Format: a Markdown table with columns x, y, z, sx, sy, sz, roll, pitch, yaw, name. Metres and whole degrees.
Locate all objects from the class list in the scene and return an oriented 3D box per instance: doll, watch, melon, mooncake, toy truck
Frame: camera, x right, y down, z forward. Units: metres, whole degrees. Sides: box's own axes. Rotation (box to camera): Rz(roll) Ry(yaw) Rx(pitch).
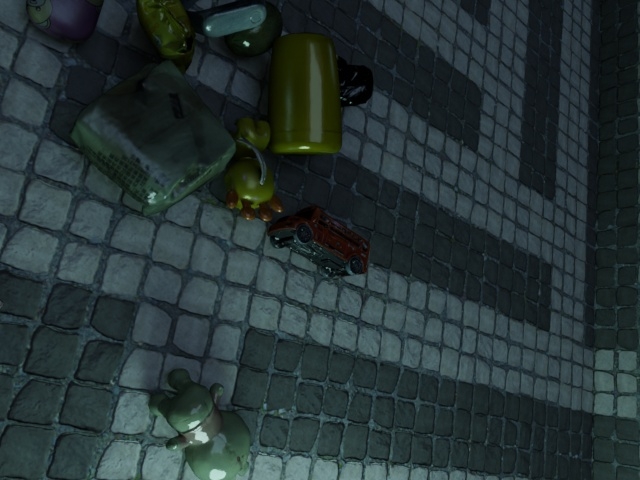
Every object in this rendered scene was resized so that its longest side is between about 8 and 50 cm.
| x | y | z | sx | sy | sz | roll | pitch | yaw | name |
| --- | --- | --- | --- | --- | --- | --- | --- | --- | --- |
| -0.149 | -0.146 | 1.207 | 0.143 | 0.135 | 0.221 | 6 | 67 | -40 | doll |
| -0.221 | -0.518 | 1.194 | 0.206 | 0.068 | 0.193 | -24 | 57 | -13 | watch |
| -0.151 | -0.491 | 1.277 | 0.114 | 0.114 | 0.167 | 52 | 57 | -20 | melon |
| -0.219 | 0.379 | 1.077 | 0.155 | 0.113 | 0.275 | -44 | 109 | -38 | doll |
| -0.321 | -0.192 | 1.075 | 0.254 | 0.136 | 0.250 | 51 | 54 | -13 | mooncake |
| 0.000 | 0.000 | 1.322 | 0.252 | 0.107 | 0.114 | 33 | 63 | -32 | toy truck |

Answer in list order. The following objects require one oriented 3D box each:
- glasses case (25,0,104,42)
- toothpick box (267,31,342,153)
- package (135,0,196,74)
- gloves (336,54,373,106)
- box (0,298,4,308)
| x | y | z | sx | sy | sz | roll | pitch | yaw | name |
| --- | --- | --- | --- | --- | --- | --- | --- | --- | --- |
| -0.464 | -0.527 | 1.054 | 0.123 | 0.075 | 0.316 | 19 | 71 | -34 | glasses case |
| -0.038 | -0.337 | 1.277 | 0.175 | 0.175 | 0.271 | -5 | 97 | -39 | toothpick box |
| -0.301 | -0.420 | 1.092 | 0.090 | 0.226 | 0.168 | -28 | 98 | -8 | package |
| 0.034 | -0.408 | 1.416 | 0.203 | 0.124 | 0.164 | 2 | 50 | -14 | gloves |
| -0.624 | 0.122 | 0.811 | 0.215 | 0.086 | 0.215 | 42 | 60 | -26 | box |
